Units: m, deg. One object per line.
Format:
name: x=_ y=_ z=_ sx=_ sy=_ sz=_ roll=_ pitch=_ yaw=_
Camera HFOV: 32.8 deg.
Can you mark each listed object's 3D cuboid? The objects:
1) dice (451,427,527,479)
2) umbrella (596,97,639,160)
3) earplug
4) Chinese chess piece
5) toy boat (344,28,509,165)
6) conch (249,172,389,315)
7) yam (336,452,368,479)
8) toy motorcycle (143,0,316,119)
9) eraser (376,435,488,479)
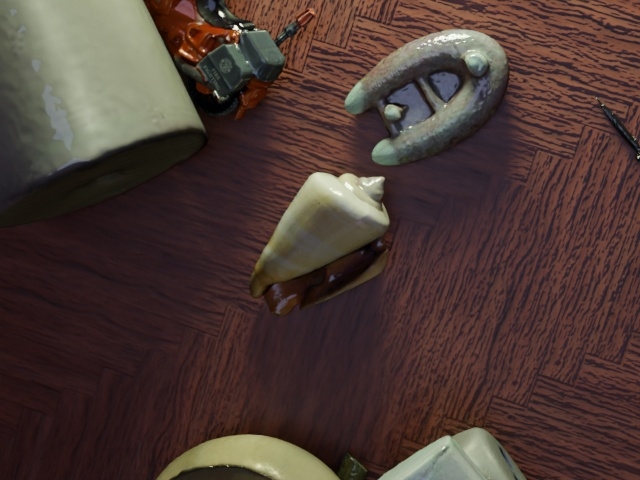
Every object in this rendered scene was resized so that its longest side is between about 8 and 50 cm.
dice: x=0.191 y=0.378 z=1.453 sx=0.194 sy=0.193 sz=0.191 roll=-34 pitch=86 yaw=8
umbrella: x=0.421 y=-0.135 z=1.476 sx=0.149 sy=0.022 sz=0.022 roll=48 pitch=57 yaw=4
earplug: x=-0.364 y=-0.252 z=1.451 sx=0.313 sy=0.312 sz=0.394 roll=-23 pitch=87 yaw=9
Chinese chess piece: x=-0.100 y=0.439 z=1.508 sx=0.338 sy=0.140 sz=0.338 roll=2 pitch=99 yaw=16
toy boat: x=0.150 y=-0.200 z=1.482 sx=0.227 sy=0.085 sz=0.155 roll=-28 pitch=88 yaw=9
conch: x=0.002 y=-0.008 z=1.515 sx=0.255 sy=0.127 sz=0.158 roll=-34 pitch=118 yaw=30
yam: x=0.038 y=0.351 z=1.551 sx=0.043 sy=0.043 sz=0.094 roll=23 pitch=95 yaw=7
toy motorcycle: x=-0.158 y=-0.337 z=1.504 sx=0.221 sy=0.148 sz=0.325 roll=-36 pitch=85 yaw=31
eraser: x=0.171 y=0.399 z=1.310 sx=0.189 sy=0.104 sz=0.290 roll=-40 pitch=87 yaw=5
